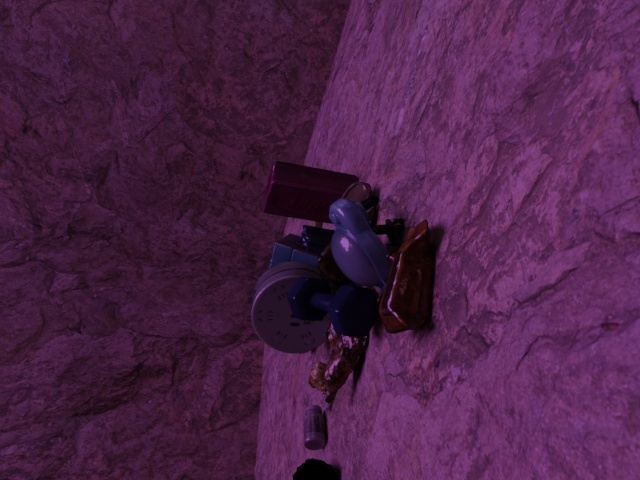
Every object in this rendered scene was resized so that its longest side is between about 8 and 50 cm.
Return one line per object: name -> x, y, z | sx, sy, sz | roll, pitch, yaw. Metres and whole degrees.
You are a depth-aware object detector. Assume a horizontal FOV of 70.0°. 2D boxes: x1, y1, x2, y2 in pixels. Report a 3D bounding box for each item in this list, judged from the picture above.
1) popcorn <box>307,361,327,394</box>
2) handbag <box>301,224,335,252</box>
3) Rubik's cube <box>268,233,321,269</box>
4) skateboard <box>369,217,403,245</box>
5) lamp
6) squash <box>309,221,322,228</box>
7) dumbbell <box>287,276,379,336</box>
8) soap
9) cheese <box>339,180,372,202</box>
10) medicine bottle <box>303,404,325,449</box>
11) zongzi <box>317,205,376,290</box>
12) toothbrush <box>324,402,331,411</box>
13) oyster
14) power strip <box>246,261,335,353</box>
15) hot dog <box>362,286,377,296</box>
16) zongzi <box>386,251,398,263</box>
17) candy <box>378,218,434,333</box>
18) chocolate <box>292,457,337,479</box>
popcorn -> 0.002, 0.502, 1.672 | 0.096, 0.109, 0.089 | -17, 20, 39
handbag -> 0.000, 0.000, 1.951 | 0.229, 0.179, 0.062 | -120, 43, -70
Rubik's cube -> -0.088, 0.123, 1.982 | 0.221, 0.230, 0.225 | -35, -39, -70
skateboard -> 0.196, -0.024, 1.336 | 0.151, 0.067, 0.080 | -179, 91, -74
lamp -> 0.108, 0.014, 1.307 | 0.209, 0.147, 0.284 | 18, 122, 66
squash -> -0.038, -0.031, 2.504 | 0.219, 0.041, 0.220 | -169, 90, -79
dumbbell -> 0.033, 0.198, 1.419 | 0.160, 0.144, 0.324 | -54, 27, -18
soap -> -0.046, -0.193, 1.909 | 0.233, 0.359, 0.128 | 119, 156, -57
cheese -> 0.113, -0.134, 1.649 | 0.175, 0.091, 0.202 | -56, 2, 6
medicine bottle -> -0.023, 0.675, 1.655 | 0.140, 0.079, 0.079 | -95, 20, -53
zongzi -> 0.109, 0.024, 1.620 | 0.300, 0.138, 0.286 | -57, -9, -12
toothbrush -> 0.054, 0.490, 1.608 | 0.026, 0.022, 0.263 | -76, 1, -73
oyster -> 0.078, 0.303, 1.473 | 0.204, 0.110, 0.396 | 120, 162, -49
power strip -> -0.113, 0.261, 1.790 | 0.161, 0.357, 0.358 | -106, 29, -70
hot dog -> 0.152, 0.162, 1.425 | 0.090, 0.030, 0.034 | -113, 35, -71
zongzi -> 0.223, 0.052, 1.177 | 0.073, 0.067, 0.083 | -55, 42, 36
candy -> 0.210, 0.082, 1.070 | 0.143, 0.101, 0.272 | 131, 153, -73
chocolate -> -0.010, 0.758, 1.448 | 0.133, 0.156, 0.156 | 66, -148, -77
